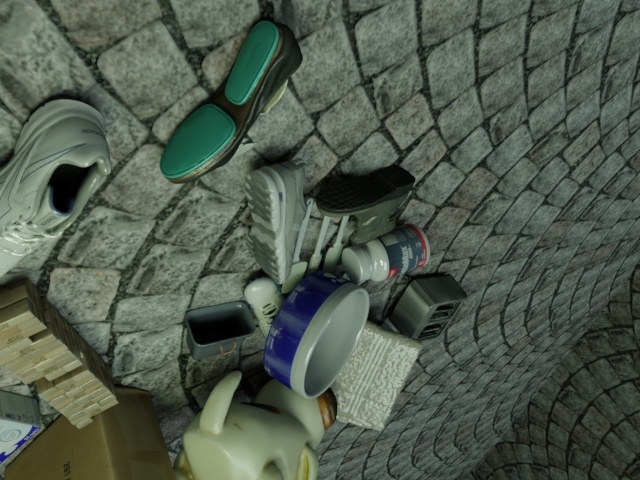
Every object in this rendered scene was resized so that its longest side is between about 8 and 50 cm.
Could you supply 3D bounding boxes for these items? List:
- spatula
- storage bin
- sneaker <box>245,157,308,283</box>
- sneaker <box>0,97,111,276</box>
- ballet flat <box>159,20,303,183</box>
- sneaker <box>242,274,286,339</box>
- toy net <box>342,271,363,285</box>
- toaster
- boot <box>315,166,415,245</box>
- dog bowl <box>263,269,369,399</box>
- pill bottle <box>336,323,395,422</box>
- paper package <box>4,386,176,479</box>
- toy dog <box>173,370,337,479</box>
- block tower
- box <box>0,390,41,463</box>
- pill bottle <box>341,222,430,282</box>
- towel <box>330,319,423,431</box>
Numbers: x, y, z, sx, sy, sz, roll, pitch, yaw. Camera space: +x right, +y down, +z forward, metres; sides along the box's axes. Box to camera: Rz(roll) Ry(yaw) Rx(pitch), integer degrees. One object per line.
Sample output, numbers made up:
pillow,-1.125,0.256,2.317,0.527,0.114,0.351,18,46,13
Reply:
spatula,0.000,0.000,1.099,0.168,0.019,0.242,-17,138,-36
storage bin,-0.212,0.199,1.100,0.135,0.098,0.091,-9,144,-31
sneaker,-0.063,-0.026,0.973,0.115,0.105,0.281,-32,150,-29
sneaker,-0.382,-0.045,0.686,0.297,0.129,0.111,-47,143,14
ballet flat,-0.119,-0.185,0.782,0.280,0.095,0.096,-48,153,13
sneaker,-0.101,0.159,1.145,0.085,0.086,0.237,-28,140,-9
toy net,0.087,0.140,1.304,0.122,0.045,0.232,-6,132,-33
toaster,0.290,0.184,1.454,0.186,0.110,0.168,-2,129,-36
boot,0.086,-0.047,1.070,0.247,0.083,0.161,-19,141,-35
dog bowl,-0.004,0.202,1.152,0.265,0.104,0.264,-45,149,-37
pill bottle,0.122,0.365,1.471,0.265,0.153,0.153,-45,141,8
paper package,-0.448,0.509,1.038,0.309,0.324,0.168,-43,141,8
toy dog,-0.140,0.453,1.217,0.285,0.395,0.408,-9,-175,30
block tower,-0.456,0.200,0.906,0.097,0.091,0.335,-25,141,-14
box,-0.601,0.333,0.942,0.126,0.072,0.137,-41,141,4
pill bottle,0.145,0.033,1.191,0.180,0.108,0.107,-17,137,-24
towel,0.126,0.348,1.363,0.187,0.049,0.282,22,103,-8
